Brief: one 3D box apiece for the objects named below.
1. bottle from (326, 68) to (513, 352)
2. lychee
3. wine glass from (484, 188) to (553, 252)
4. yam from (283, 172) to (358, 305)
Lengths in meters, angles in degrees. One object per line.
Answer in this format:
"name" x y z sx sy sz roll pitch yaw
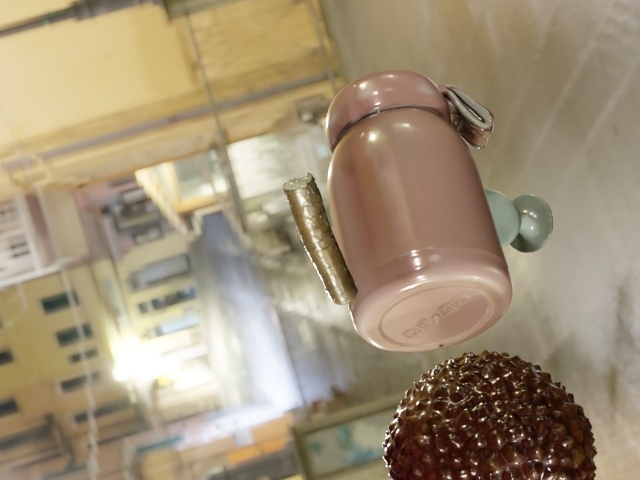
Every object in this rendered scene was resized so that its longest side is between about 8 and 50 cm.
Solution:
"bottle" 0.110 -0.042 1.582 0.173 0.207 0.296 101 160 -54
"lychee" 0.224 0.279 1.875 0.304 0.276 0.275 3 112 56
"wine glass" 0.237 -0.027 2.056 0.093 0.202 0.092 -1 88 44
"yam" 0.000 0.000 1.278 0.032 0.032 0.145 -111 -1 -49
